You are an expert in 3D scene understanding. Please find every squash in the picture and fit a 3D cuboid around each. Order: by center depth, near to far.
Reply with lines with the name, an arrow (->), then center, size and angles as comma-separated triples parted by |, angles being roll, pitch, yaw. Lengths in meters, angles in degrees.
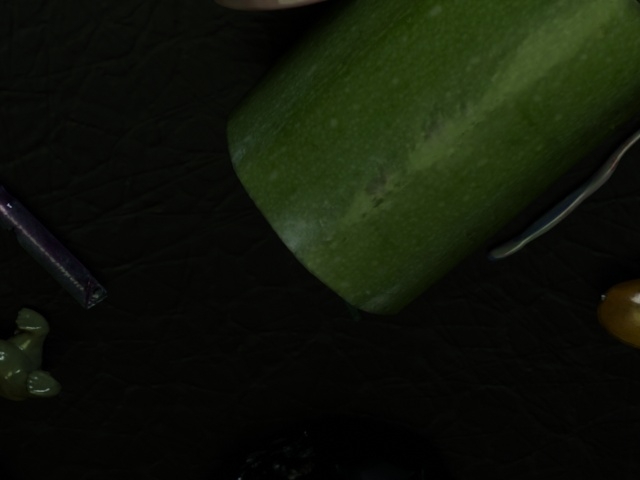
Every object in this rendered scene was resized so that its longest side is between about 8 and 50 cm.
squash -> 0.130, -0.148, 1.257 | 0.263, 0.263, 0.384 | 40, 115, -21

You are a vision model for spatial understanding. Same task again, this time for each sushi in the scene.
sushi -> 0.013, 0.419, 1.608 | 0.329, 0.285, 0.328 | -20, 119, 13

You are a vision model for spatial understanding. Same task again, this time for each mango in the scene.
mango -> 0.384, 0.085, 1.503 | 0.190, 0.075, 0.098 | 16, 137, -12

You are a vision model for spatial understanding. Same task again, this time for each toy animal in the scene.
toy animal -> -0.396, 0.127, 1.564 | 0.219, 0.103, 0.101 | 15, 146, -12

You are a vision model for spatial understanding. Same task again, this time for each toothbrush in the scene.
toothbrush -> 0.276, -0.058, 1.448 | 0.027, 0.021, 0.269 | 43, 115, -16

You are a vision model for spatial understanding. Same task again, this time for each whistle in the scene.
whistle -> -0.297, 0.007, 1.507 | 0.033, 0.033, 0.176 | -32, 115, 20

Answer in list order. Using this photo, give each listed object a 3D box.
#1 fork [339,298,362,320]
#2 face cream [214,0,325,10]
fork -> 0.000, 0.001, 1.497 | 0.039, 0.021, 0.235 | -17, 120, 16
face cream -> -0.030, -0.266, 1.176 | 0.149, 0.149, 0.104 | -7, 118, 7
